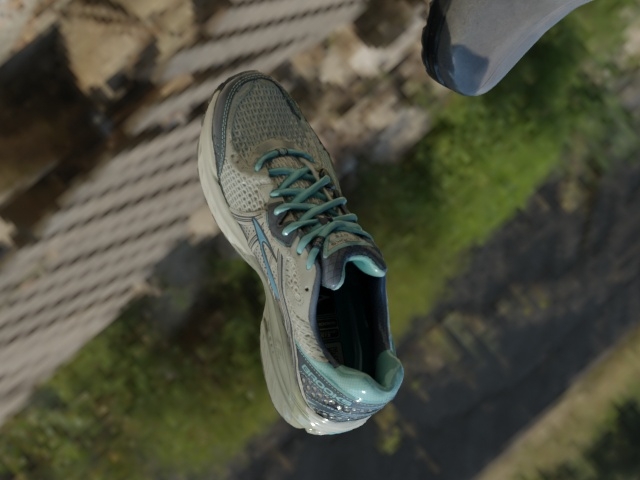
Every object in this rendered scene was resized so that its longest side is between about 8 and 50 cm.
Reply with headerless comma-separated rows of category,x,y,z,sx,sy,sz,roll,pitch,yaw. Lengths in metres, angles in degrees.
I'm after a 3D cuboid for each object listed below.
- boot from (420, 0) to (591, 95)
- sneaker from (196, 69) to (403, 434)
boot,0.238,-0.200,1.304,0.338,0.223,0.118,-54,153,17
sneaker,0.000,0.000,1.332,0.110,0.283,0.122,-18,176,-28
